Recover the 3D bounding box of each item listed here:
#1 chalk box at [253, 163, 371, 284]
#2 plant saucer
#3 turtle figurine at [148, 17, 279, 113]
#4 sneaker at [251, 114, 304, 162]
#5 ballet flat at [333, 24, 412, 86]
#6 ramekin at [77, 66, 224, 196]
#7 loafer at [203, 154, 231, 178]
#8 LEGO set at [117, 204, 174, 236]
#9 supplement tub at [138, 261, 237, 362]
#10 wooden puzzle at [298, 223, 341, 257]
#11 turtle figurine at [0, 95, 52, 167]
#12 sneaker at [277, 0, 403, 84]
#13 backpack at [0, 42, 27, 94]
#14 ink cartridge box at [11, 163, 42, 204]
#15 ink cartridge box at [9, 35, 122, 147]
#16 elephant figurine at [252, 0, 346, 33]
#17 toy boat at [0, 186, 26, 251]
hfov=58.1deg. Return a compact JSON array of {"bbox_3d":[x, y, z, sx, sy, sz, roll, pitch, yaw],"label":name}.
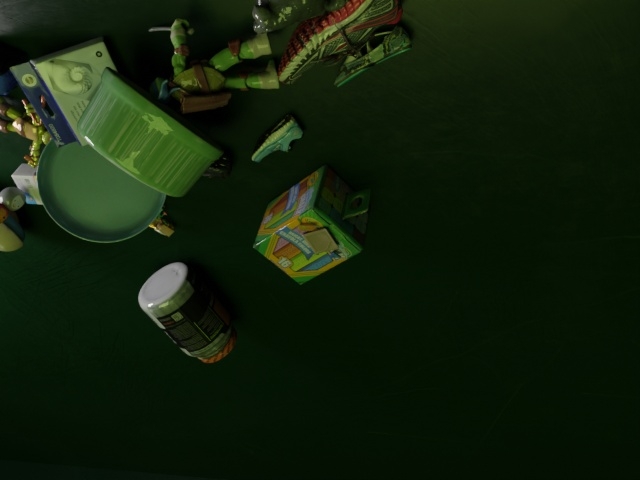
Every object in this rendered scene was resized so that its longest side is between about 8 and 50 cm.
[{"bbox_3d":[0.003,-0.051,1.454,0.179,0.180,0.289,40,129,-23],"label":"chalk box"},{"bbox_3d":[-0.556,-0.153,1.485,0.318,0.044,0.317,-1,98,-10],"label":"plant saucer"},{"bbox_3d":[-0.236,-0.386,1.246,0.267,0.274,0.197,-13,108,-1],"label":"turtle figurine"},{"bbox_3d":[-0.104,-0.229,1.390,0.073,0.063,0.162,38,131,-26],"label":"sneaker"},{"bbox_3d":[0.099,-0.386,1.195,0.189,0.070,0.070,-21,125,28],"label":"ballet flat"},{"bbox_3d":[-0.379,-0.228,1.274,0.303,0.303,0.148,35,94,-19],"label":"ramekin"},{"bbox_3d":[-0.333,-0.207,1.460,0.224,0.076,0.078,19,157,1],"label":"loafer"},{"bbox_3d":[-0.514,-0.121,1.601,0.287,0.107,0.132,30,168,-21],"label":"LEGO set"},{"bbox_3d":[-0.409,0.237,1.828,0.194,0.193,0.316,-13,128,26],"label":"supplement tub"},{"bbox_3d":[0.000,0.000,1.368,0.079,0.014,0.116,-7,131,26],"label":"wooden puzzle"},{"bbox_3d":[-0.755,-0.304,1.469,0.218,0.087,0.269,25,140,-1],"label":"turtle figurine"},{"bbox_3d":[0.026,-0.401,1.151,0.112,0.120,0.299,35,134,-30],"label":"sneaker"},{"bbox_3d":[-0.760,-0.395,1.358,0.098,0.120,0.101,17,135,-3],"label":"backpack"},{"bbox_3d":[-0.758,-0.157,1.629,0.182,0.061,0.104,4,134,11],"label":"ink cartridge box"},{"bbox_3d":[-0.566,-0.336,1.353,0.224,0.045,0.223,-20,130,-3],"label":"ink cartridge box"},{"bbox_3d":[-0.090,-0.517,1.055,0.186,0.169,0.239,-21,112,-5],"label":"elephant figurine"},{"bbox_3d":[-0.953,-0.085,1.679,0.318,0.148,0.267,1,138,51],"label":"toy boat"}]
